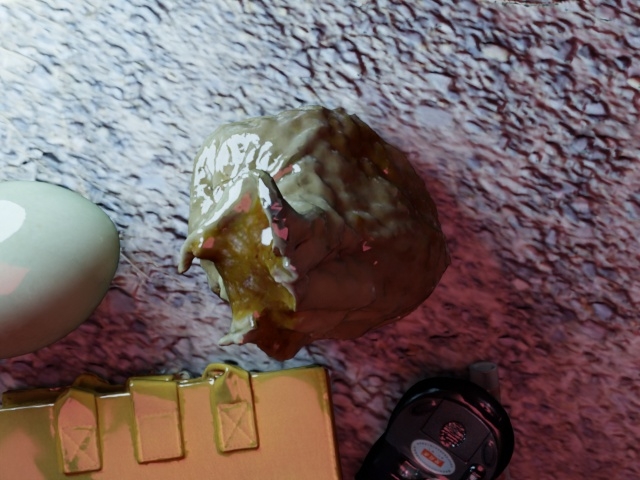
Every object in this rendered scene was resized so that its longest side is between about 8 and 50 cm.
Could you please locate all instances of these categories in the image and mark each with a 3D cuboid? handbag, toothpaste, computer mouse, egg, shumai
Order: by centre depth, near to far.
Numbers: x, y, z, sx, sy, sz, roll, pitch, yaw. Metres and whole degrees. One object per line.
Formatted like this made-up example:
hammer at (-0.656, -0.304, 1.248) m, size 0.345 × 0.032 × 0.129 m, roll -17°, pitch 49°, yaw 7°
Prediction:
shumai at (0.000, 0.000, 0.976) m, size 0.314 × 0.262 × 0.267 m, roll 20°, pitch 99°, yaw -5°
egg at (-0.337, 0.031, 1.012) m, size 0.253 × 0.186 × 0.187 m, roll -22°, pitch 99°, yaw 5°
handbag at (-0.173, 0.285, 1.090) m, size 0.400 × 0.133 × 0.283 m, roll -6°, pitch 94°, yaw 0°
computer mouse at (0.132, 0.247, 1.092) m, size 0.137 × 0.096 × 0.233 m, roll 40°, pitch 119°, yaw 11°
toothpaste at (0.203, 0.248, 1.131) m, size 0.056 × 0.036 × 0.205 m, roll -6°, pitch 104°, yaw 3°
